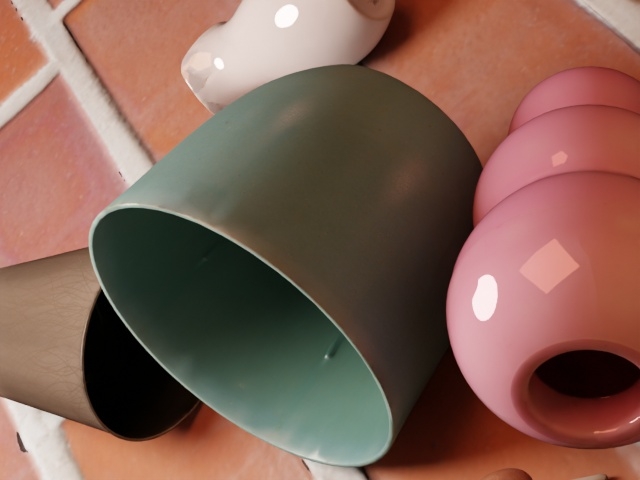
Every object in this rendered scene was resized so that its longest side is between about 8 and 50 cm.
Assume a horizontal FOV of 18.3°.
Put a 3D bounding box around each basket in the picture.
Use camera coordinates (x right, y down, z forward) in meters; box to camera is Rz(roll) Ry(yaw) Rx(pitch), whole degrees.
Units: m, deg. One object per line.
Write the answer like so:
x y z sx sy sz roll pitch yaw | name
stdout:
-0.220 0.083 1.835 0.227 0.154 0.204 -2 55 46 | basket

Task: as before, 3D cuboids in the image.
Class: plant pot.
0.000 0.000 1.608 0.293 0.293 0.235 7 48 46 | plant pot

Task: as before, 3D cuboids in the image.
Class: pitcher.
-0.020 -0.224 1.951 0.207 0.125 0.178 -27 26 40 | pitcher

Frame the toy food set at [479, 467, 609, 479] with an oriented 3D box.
0.109 0.218 1.406 0.128 0.071 0.218 -12 28 34 | toy food set

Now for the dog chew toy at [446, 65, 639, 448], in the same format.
0.201 -0.006 1.488 0.206 0.206 0.332 -24 36 26 | dog chew toy
